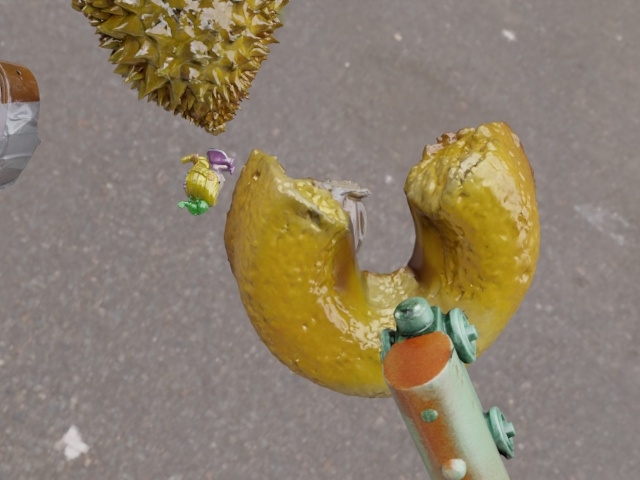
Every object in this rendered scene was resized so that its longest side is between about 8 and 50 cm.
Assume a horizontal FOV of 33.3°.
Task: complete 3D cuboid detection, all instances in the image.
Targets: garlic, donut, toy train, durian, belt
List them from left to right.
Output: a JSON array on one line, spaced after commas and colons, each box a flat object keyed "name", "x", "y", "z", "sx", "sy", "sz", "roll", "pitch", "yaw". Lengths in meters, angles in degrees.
[{"name": "belt", "x": -0.645, "y": -0.225, "z": 2.087, "sx": 0.184, "sy": 0.261, "sz": 0.105, "roll": 22, "pitch": 7, "yaw": 26}, {"name": "durian", "x": -0.122, "y": -0.229, "z": 0.874, "sx": 0.183, "sy": 0.138, "sz": 0.250, "roll": -35, "pitch": 76, "yaw": -5}, {"name": "garlic", "x": 0.000, "y": 0.000, "z": 1.608, "sx": 0.127, "sy": 0.194, "sz": 0.131, "roll": -2, "pitch": 22, "yaw": -31}, {"name": "donut", "x": 0.097, "y": 0.041, "z": 1.418, "sx": 0.435, "sy": 0.378, "sz": 0.163, "roll": -13, "pitch": 24, "yaw": 3}, {"name": "toy train", "x": 0.147, "y": 0.206, "z": 1.209, "sx": 0.177, "sy": 0.116, "sz": 0.285, "roll": -83, "pitch": 153, "yaw": -59}]

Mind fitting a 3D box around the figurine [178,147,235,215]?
[{"name": "figurine", "x": -0.258, "y": -0.122, "z": 2.253, "sx": 0.115, "sy": 0.095, "sz": 0.156, "roll": 14, "pitch": 62, "yaw": 14}]
